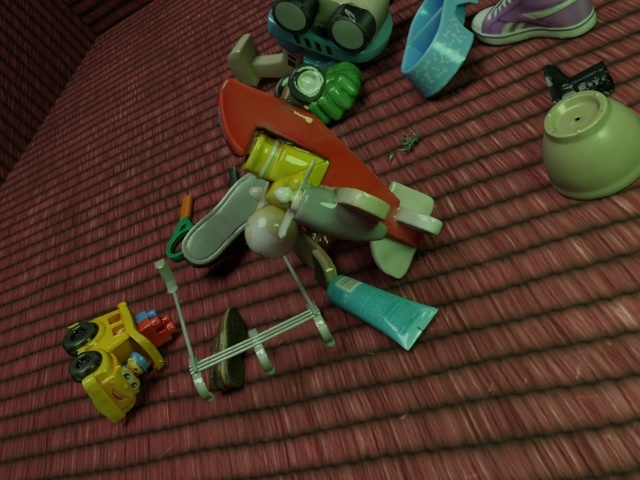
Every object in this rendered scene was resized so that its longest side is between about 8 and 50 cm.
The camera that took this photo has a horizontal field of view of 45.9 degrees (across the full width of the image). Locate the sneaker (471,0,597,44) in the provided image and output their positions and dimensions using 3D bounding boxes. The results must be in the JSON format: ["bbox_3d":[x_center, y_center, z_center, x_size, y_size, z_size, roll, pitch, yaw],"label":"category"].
[{"bbox_3d":[0.389,-0.477,1.476,0.282,0.161,0.102,9,61,52],"label":"sneaker"}]

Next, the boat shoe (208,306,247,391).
[{"bbox_3d":[-0.177,0.199,1.392,0.060,0.064,0.178,-25,40,22],"label":"boat shoe"}]

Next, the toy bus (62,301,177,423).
[{"bbox_3d":[-0.387,0.228,1.529,0.211,0.149,0.220,-29,35,-8],"label":"toy bus"}]

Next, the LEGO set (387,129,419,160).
[{"bbox_3d":[0.169,-0.187,1.510,0.083,0.023,0.054,-29,31,43],"label":"LEGO set"}]

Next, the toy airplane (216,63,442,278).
[{"bbox_3d":[0.001,-0.064,1.235,0.272,0.386,0.384,-47,58,-6],"label":"toy airplane"}]

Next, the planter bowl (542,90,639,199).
[{"bbox_3d":[0.405,-0.156,1.145,0.162,0.109,0.162,-27,37,23],"label":"planter bowl"}]

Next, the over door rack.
[{"bbox_3d":[-0.134,0.118,1.331,0.240,0.108,0.324,-24,44,-6],"label":"over door rack"}]

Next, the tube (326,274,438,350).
[{"bbox_3d":[0.093,0.109,1.232,0.207,0.052,0.080,23,74,49],"label":"tube"}]

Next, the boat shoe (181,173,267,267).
[{"bbox_3d":[-0.174,-0.053,1.637,0.302,0.114,0.091,-36,-8,-12],"label":"boat shoe"}]

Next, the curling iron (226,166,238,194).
[{"bbox_3d":[-0.214,-0.099,1.790,0.068,0.035,0.274,-29,36,19],"label":"curling iron"}]

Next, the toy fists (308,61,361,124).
[{"bbox_3d":[-0.026,-0.321,1.790,0.279,0.096,0.142,-21,40,27],"label":"toy fists"}]

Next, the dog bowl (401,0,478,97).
[{"bbox_3d":[0.248,-0.434,1.599,0.166,0.074,0.297,-42,26,46],"label":"dog bowl"}]

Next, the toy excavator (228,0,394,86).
[{"bbox_3d":[-0.040,-0.514,1.934,0.433,0.445,0.222,22,60,9],"label":"toy excavator"}]

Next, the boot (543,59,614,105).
[{"bbox_3d":[0.443,-0.278,1.300,0.099,0.045,0.121,-27,44,27],"label":"boot"}]

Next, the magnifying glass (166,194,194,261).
[{"bbox_3d":[-0.332,-0.034,1.854,0.092,0.026,0.231,-31,37,18],"label":"magnifying glass"}]

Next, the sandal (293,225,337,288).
[{"bbox_3d":[0.000,0.005,1.439,0.079,0.088,0.240,-16,37,-16],"label":"sandal"}]
